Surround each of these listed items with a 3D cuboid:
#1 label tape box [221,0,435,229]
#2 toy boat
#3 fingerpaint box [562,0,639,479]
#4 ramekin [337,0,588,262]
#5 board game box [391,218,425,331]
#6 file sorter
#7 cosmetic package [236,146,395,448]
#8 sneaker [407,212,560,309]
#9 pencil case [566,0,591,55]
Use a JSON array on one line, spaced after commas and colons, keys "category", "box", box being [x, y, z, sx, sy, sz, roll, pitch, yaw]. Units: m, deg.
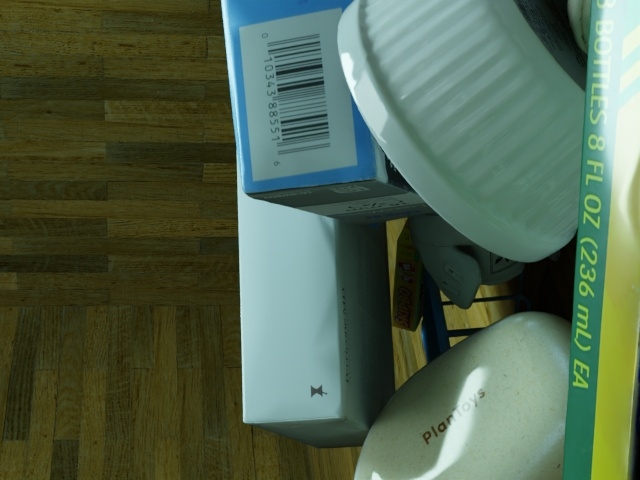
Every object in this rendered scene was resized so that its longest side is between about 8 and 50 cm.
[{"category": "label tape box", "box": [0.033, -0.142, 0.992, 0.334, 0.106, 0.240, 10, -107, -71]}, {"category": "toy boat", "box": [0.164, 0.231, 1.043, 0.148, 0.267, 0.318, 35, -156, -43]}, {"category": "fingerpaint box", "box": [0.226, 0.087, 0.336, 0.371, 0.163, 0.444, -157, 66, -66]}, {"category": "ramekin", "box": [0.121, -0.100, 0.782, 0.109, 0.207, 0.207, -38, 41, 31]}, {"category": "board game box", "box": [0.133, -0.030, 1.383, 0.259, 0.039, 0.124, -58, -23, -44]}, {"category": "file sorter", "box": [0.164, 0.123, 1.256, 0.118, 0.104, 0.170, 88, 176, -50]}, {"category": "cosmetic package", "box": [0.000, 0.000, 1.200, 0.284, 0.097, 0.377, 54, -147, -72]}, {"category": "sneaker", "box": [0.175, -0.046, 1.108, 0.366, 0.137, 0.210, 23, 137, 62]}, {"category": "pencil case", "box": [0.204, -0.281, 0.796, 0.183, 0.160, 0.410, -47, 36, 37]}]
